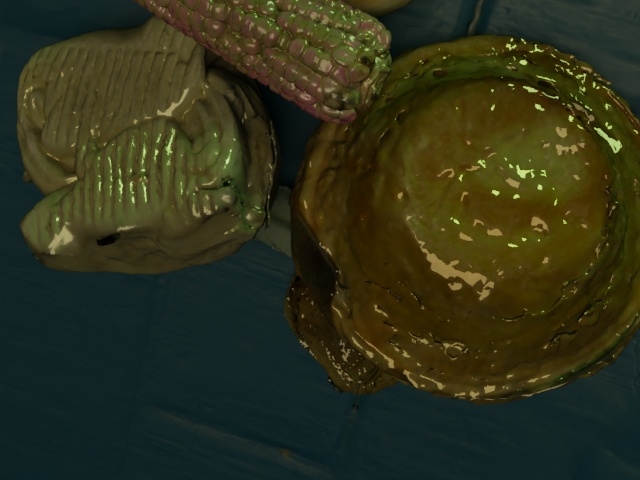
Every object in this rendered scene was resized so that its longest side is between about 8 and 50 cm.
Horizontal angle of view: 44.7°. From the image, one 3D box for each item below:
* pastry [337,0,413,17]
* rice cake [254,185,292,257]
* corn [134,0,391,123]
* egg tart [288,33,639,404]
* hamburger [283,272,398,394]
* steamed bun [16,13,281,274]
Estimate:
[{"bbox_3d":[0.029,-0.372,0.864,0.264,0.133,0.265,10,126,14],"label":"pastry"},{"bbox_3d":[0.000,0.000,1.021,0.226,0.040,0.085,27,79,28],"label":"rice cake"},{"bbox_3d":[-0.078,-0.241,0.847,0.335,0.126,0.127,29,115,6],"label":"corn"},{"bbox_3d":[0.181,-0.033,0.866,0.442,0.178,0.443,-1,82,5],"label":"egg tart"},{"bbox_3d":[0.057,0.105,1.076,0.183,0.130,0.206,-37,81,21],"label":"hamburger"},{"bbox_3d":[-0.199,-0.090,0.987,0.394,0.237,0.347,39,92,28],"label":"steamed bun"}]
